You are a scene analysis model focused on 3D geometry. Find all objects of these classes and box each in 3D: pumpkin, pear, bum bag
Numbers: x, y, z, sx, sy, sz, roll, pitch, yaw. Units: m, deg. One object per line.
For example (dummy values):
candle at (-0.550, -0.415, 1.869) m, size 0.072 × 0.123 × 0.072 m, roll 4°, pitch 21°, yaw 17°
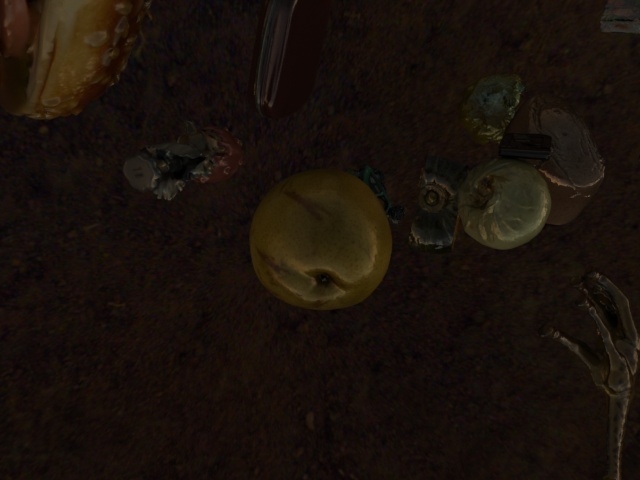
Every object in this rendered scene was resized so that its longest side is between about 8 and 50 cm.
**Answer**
pumpkin at (0.340, -0.099, 1.901) m, size 0.139 × 0.190 × 0.280 m, roll 15°, pitch 101°, yaw 12°
pear at (0.000, 0.000, 1.377) m, size 0.314 × 0.314 × 0.314 m, roll 0°, pitch 89°, yaw -4°
bum bag at (0.456, -0.210, 1.475) m, size 0.109 × 0.159 × 0.026 m, roll 7°, pitch 114°, yaw 19°

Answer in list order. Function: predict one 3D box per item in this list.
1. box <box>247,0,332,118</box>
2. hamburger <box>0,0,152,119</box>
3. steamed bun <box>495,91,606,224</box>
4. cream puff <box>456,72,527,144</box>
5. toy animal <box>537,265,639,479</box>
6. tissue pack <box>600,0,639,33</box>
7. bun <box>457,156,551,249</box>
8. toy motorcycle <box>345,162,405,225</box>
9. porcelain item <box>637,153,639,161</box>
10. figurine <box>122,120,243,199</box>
box at (-0.083, -0.523, 1.777) m, size 0.108 × 0.263 × 0.404 m, roll 27°, pitch 125°, yaw 18°
hamburger at (-0.224, -0.205, 0.412) m, size 0.225 × 0.291 × 0.291 m, roll -5°, pitch 89°, yaw -35°
steamed bun at (0.557, -0.201, 1.688) m, size 0.199 × 0.251 × 0.301 m, roll -19°, pitch 63°, yaw -8°
cream puff at (0.496, -0.377, 1.954) m, size 0.194 × 0.195 × 0.221 m, roll 20°, pitch 77°, yaw -4°
toy animal at (0.340, 0.169, 0.790) m, size 0.149 × 0.054 × 0.275 m, roll -19°, pitch 97°, yaw -33°
tissue pack at (0.811, -0.617, 1.750) m, size 0.108 × 0.060 × 0.148 m, roll 12°, pitch 68°, yaw 31°
bun at (0.381, -0.090, 1.430) m, size 0.127 × 0.222 × 0.222 m, roll 28°, pitch 85°, yaw -47°
toy motorcycle at (0.124, -0.100, 1.554) m, size 0.100 × 0.058 × 0.173 m, roll -31°, pitch 96°, yaw -1°
porcelain item at (0.596, -0.106, 1.063) m, size 0.054 × 0.213 × 0.084 m, roll 2°, pitch 116°, yaw -28°
figurine at (-0.294, -0.210, 1.608) m, size 0.207 × 0.387 × 0.166 m, roll -8°, pitch 105°, yaw 38°
